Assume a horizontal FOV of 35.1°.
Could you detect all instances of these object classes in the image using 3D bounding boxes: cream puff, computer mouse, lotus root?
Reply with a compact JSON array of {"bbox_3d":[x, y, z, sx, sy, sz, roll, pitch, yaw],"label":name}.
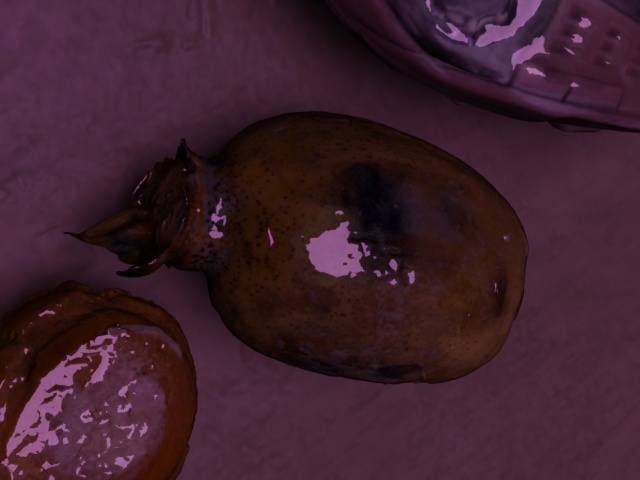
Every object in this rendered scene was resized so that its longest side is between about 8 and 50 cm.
[{"bbox_3d":[-0.135,0.090,0.555,0.144,0.103,0.126,-47,120,-14],"label":"cream puff"},{"bbox_3d":[0.119,-0.127,0.622,0.389,0.199,0.115,27,105,-27],"label":"computer mouse"},{"bbox_3d":[0.001,-0.001,0.588,0.278,0.154,0.154,14,90,-25],"label":"lotus root"}]
